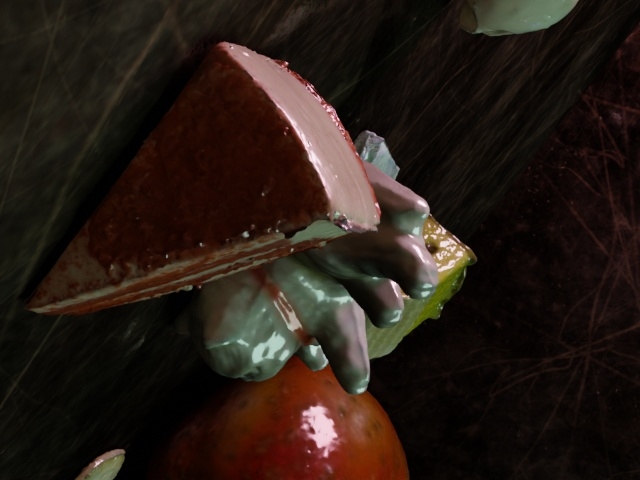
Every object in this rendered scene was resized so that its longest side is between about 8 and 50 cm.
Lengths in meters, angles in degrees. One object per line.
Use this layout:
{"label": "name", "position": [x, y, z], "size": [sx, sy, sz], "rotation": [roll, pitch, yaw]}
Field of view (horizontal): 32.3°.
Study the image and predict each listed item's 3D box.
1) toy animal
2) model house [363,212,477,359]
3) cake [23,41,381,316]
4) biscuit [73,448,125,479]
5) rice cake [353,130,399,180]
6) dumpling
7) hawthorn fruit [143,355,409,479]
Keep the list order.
{"label": "toy animal", "position": [-0.024, 0.042, 1.104], "size": [0.308, 0.188, 0.266], "rotation": [-151, -115, -67]}
{"label": "model house", "position": [0.102, 0.084, 1.748], "size": [0.234, 0.174, 0.193], "rotation": [-45, 169, -40]}
{"label": "cake", "position": [-0.106, -0.046, 0.838], "size": [0.262, 0.160, 0.158], "rotation": [-17, 176, 13]}
{"label": "biscuit", "position": [-0.296, 0.316, 1.357], "size": [0.152, 0.020, 0.152], "rotation": [-48, 169, -12]}
{"label": "rice cake", "position": [0.069, -0.096, 1.388], "size": [0.043, 0.034, 0.211], "rotation": [-58, 168, -1]}
{"label": "dumpling", "position": [0.210, -0.296, 1.142], "size": [0.111, 0.181, 0.155], "rotation": [34, 63, -45]}
{"label": "hawthorn fruit", "position": [-0.048, 0.345, 1.590], "size": [0.403, 0.403, 0.403], "rotation": [-47, 169, -13]}
